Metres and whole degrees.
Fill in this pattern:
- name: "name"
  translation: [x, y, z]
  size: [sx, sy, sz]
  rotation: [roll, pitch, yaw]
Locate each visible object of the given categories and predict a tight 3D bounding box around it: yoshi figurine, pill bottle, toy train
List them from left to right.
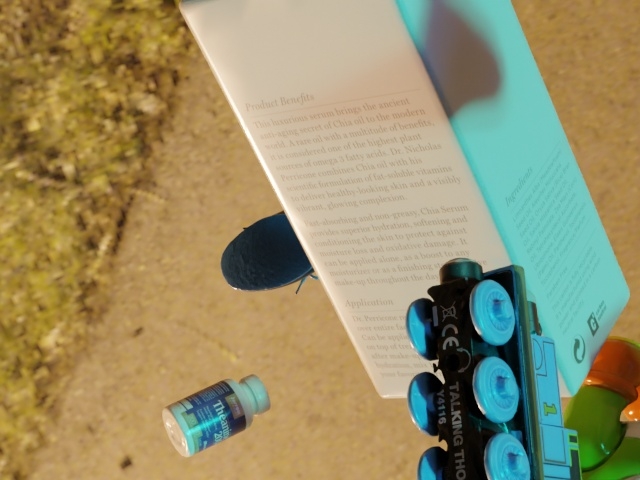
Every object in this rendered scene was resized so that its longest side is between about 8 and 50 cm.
- name: "pill bottle"
  translation: [-0.123, 0.206, 1.737]
  size: [0.067, 0.120, 0.067]
  rotation: [46, 149, 38]
- name: "toy train"
  translation: [0.112, 0.104, 0.932]
  size: [0.080, 0.105, 0.184]
  rotation: [-18, 67, 39]
- name: "yoshi figurine"
  translation: [0.258, 0.291, 1.418]
  size: [0.203, 0.362, 0.203]
  rotation: [8, 154, 17]

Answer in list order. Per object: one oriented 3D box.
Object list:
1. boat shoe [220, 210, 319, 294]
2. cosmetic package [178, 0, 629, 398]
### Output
- name: "boat shoe"
  translation: [0.000, 0.000, 1.790]
  size: [0.258, 0.089, 0.109]
  rotation: [-21, 81, 24]
- name: "cosmetic package"
  translation: [0.088, -0.075, 1.330]
  size: [0.230, 0.161, 0.453]
  rotation: [-5, 123, 39]
